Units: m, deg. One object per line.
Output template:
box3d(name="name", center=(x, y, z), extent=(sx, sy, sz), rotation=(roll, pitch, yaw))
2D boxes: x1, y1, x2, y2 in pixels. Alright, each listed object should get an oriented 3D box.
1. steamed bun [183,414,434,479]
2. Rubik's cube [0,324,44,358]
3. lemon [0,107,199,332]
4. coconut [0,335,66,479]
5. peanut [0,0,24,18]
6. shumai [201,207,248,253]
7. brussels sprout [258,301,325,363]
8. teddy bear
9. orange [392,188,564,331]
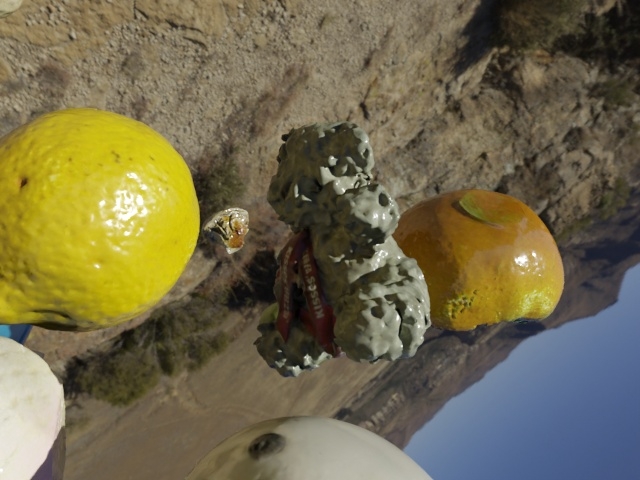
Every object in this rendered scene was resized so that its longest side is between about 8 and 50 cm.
box3d(name="steamed bun", center=(-0.002, 0.355, 0.463), extent=(0.334, 0.374, 0.333), rotation=(-18, 118, -36))
box3d(name="Rubik's cube", center=(-0.764, 0.216, 0.900), extent=(0.358, 0.387, 0.368), rotation=(28, 139, -24))
box3d(name="lemon", center=(-0.257, -0.016, 0.493), extent=(0.228, 0.229, 0.253), rotation=(87, 23, -63))
box3d(name="coconut", center=(-0.515, 0.294, 0.597), extent=(0.353, 0.352, 0.352), rotation=(-36, 157, -18))
box3d(name="peanut", center=(-0.565, -0.514, 0.820), extent=(0.123, 0.124, 0.256), rotation=(56, 49, -68))
box3d(name="shumai", center=(-0.259, -0.019, 1.272), extent=(0.146, 0.116, 0.145), rotation=(-27, 152, -16))
box3d(name="brussels sprout", center=(-0.065, 0.247, 1.206), extent=(0.223, 0.223, 0.161), rotation=(111, 1, -47))
box3d(name="teddy bear", center=(0.000, 0.000, 0.675), extent=(0.225, 0.367, 0.357), rotation=(-21, 174, -31))
box3d(name="orange", center=(0.276, 0.026, 0.791), extent=(0.335, 0.262, 0.196), rotation=(3, 143, -18))
